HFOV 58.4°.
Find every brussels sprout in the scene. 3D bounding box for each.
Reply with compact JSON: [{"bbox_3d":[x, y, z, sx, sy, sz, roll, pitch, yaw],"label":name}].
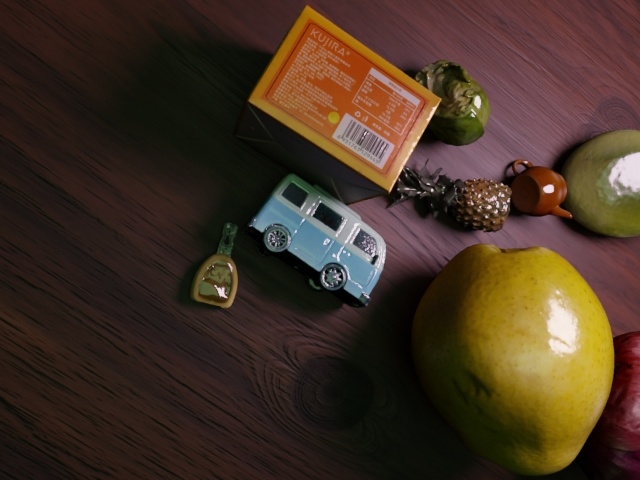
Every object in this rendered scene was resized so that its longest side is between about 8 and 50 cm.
[{"bbox_3d":[0.271,-0.277,1.181,0.131,0.145,0.183,-41,54,12],"label":"brussels sprout"}]

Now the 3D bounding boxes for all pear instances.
[{"bbox_3d":[0.355,0.211,1.083,0.362,0.362,0.418,-6,92,-14],"label":"pear"}]

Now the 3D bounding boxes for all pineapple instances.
[{"bbox_3d":[0.271,-0.097,1.199,0.251,0.125,0.125,14,85,-3],"label":"pineapple"}]

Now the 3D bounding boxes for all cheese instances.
[{"bbox_3d":[-0.192,0.045,1.110,0.086,0.036,0.162,17,85,-14],"label":"cheese"}]

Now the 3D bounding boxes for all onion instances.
[{"bbox_3d":[0.598,0.336,1.173,0.285,0.347,0.347,14,84,22],"label":"onion"}]

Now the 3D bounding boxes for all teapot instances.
[{"bbox_3d":[0.480,-0.112,1.244,0.116,0.116,0.173,-19,61,-13],"label":"teapot"}]

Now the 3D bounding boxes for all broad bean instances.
[{"bbox_3d":[0.676,-0.123,1.260,0.291,0.119,0.238,9,97,7],"label":"broad bean"}]

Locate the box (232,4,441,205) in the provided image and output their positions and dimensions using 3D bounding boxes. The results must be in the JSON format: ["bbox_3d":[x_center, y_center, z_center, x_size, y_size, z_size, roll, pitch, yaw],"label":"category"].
[{"bbox_3d":[0.018,-0.231,1.055,0.283,0.259,0.214,32,82,-11],"label":"box"}]

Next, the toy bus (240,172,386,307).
[{"bbox_3d":[0.000,0.000,1.110,0.271,0.133,0.164,35,77,-8],"label":"toy bus"}]
